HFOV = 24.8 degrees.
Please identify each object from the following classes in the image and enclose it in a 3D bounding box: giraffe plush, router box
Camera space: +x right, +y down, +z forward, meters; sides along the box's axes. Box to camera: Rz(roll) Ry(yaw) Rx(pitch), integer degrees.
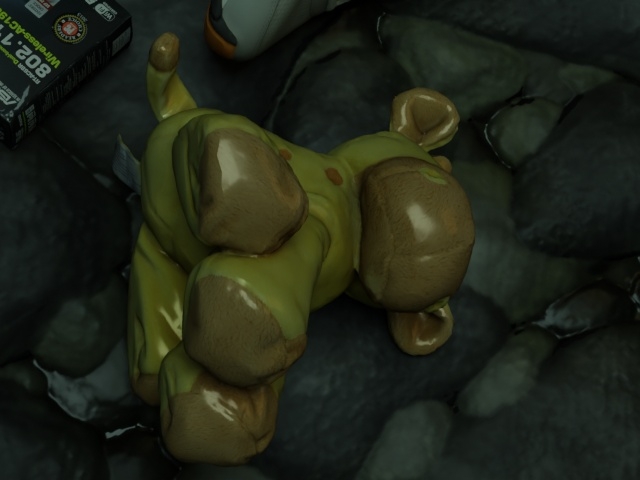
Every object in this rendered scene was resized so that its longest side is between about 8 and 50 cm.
[{"bbox_3d":[0.000,0.000,0.716,0.170,0.181,0.210,2,34,-20],"label":"giraffe plush"},{"bbox_3d":[-0.175,-0.122,0.777,0.122,0.038,0.092,41,69,7],"label":"router box"}]

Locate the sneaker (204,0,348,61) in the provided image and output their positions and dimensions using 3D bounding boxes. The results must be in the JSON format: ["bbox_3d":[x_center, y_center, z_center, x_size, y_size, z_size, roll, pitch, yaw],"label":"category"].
[{"bbox_3d":[0.048,-0.176,0.809,0.121,0.099,0.262,42,69,3],"label":"sneaker"}]
